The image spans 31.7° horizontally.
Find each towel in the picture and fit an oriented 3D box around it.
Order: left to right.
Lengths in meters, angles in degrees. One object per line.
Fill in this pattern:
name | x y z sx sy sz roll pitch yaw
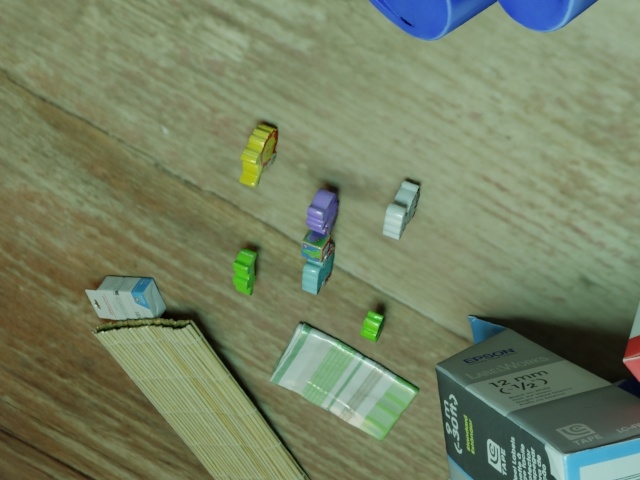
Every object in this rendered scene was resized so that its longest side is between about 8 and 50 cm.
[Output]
towel | 0.023 0.162 1.271 0.152 0.023 0.113 30 138 2

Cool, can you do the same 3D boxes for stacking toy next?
stacking toy | 0.000 0.000 1.122 0.167 0.052 0.221 22 138 13

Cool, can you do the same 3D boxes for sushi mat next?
sushi mat | -0.142 0.208 1.389 0.151 0.019 0.316 -6 131 34

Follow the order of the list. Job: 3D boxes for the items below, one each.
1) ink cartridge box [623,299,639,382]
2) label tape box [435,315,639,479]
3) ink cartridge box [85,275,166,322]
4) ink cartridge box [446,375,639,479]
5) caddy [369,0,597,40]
ink cartridge box | 0.315 0.082 0.881 0.078 0.231 0.134 -25 113 42
label tape box | 0.183 0.229 0.992 0.348 0.115 0.249 -153 52 -68
ink cartridge box | -0.229 0.068 1.323 0.083 0.028 0.048 2 130 27
ink cartridge box | 0.315 0.319 1.121 0.324 0.071 0.330 58 139 12
caddy | 0.100 -0.290 0.711 0.241 0.179 0.341 11 138 54
